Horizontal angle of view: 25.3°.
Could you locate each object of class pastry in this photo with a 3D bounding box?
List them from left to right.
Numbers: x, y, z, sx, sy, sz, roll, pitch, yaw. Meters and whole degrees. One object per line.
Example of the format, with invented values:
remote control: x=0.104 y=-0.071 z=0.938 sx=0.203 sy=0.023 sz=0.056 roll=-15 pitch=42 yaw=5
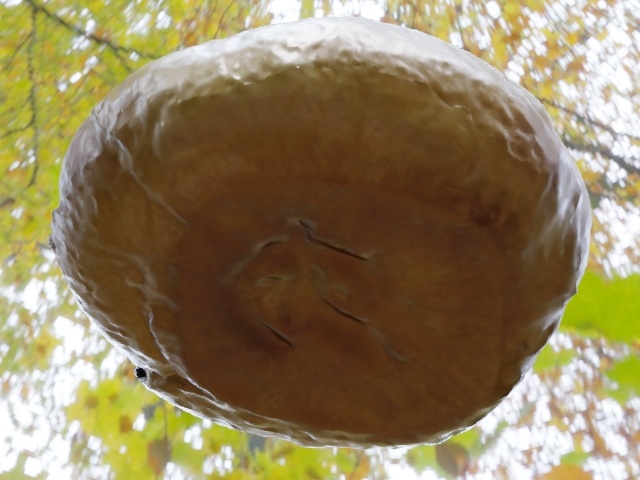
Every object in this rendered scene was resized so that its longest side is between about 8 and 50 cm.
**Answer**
pastry: x=0.000 y=0.000 z=0.921 sx=0.356 sy=0.163 sz=0.356 roll=7 pitch=-44 yaw=6
